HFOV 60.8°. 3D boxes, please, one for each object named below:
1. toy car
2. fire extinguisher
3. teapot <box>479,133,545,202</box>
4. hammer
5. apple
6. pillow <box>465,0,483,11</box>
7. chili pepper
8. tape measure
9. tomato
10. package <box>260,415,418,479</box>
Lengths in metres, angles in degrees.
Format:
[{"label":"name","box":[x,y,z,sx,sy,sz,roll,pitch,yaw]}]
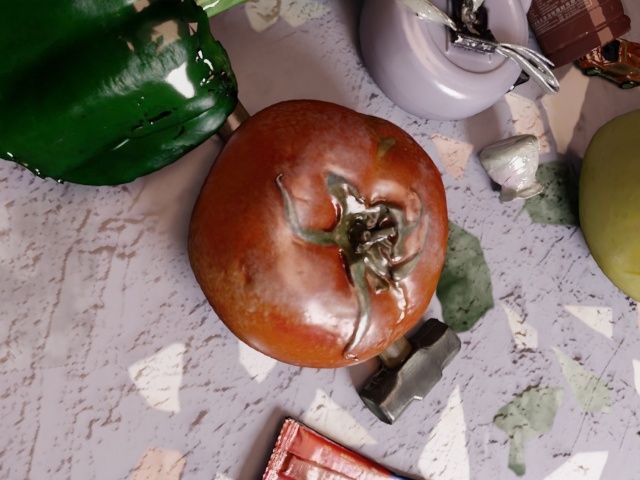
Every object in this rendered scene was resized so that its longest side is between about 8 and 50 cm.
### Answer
[{"label":"toy car","box":[0.381,-0.237,0.705,0.122,0.035,0.059,9,87,-26]},{"label":"fire extinguisher","box":[0.255,-0.340,0.616,0.105,0.105,0.269,-32,99,-23]},{"label":"teapot","box":[0.218,-0.082,0.611,0.083,0.064,0.064,-42,115,-53]},{"label":"hammer","box":[0.000,0.000,0.511,0.111,0.043,0.365,-39,101,-21]},{"label":"apple","box":[0.448,-0.053,0.605,0.292,0.254,0.292,-1,92,-25]},{"label":"pillow","box":[0.153,-0.303,0.414,0.051,0.229,0.128,17,62,10]},{"label":"chili pepper","box":[-0.128,-0.155,0.381,0.261,0.165,0.174,-33,89,1]},{"label":"tape measure","box":[0.137,-0.214,0.553,0.196,0.105,0.178,-5,89,-26]},{"label":"tomato","box":[0.015,-0.012,0.450,0.236,0.095,0.237,3,83,-23]},{"label":"package","box":[0.032,0.243,0.517,0.200,0.022,0.083,32,75,-20]}]
